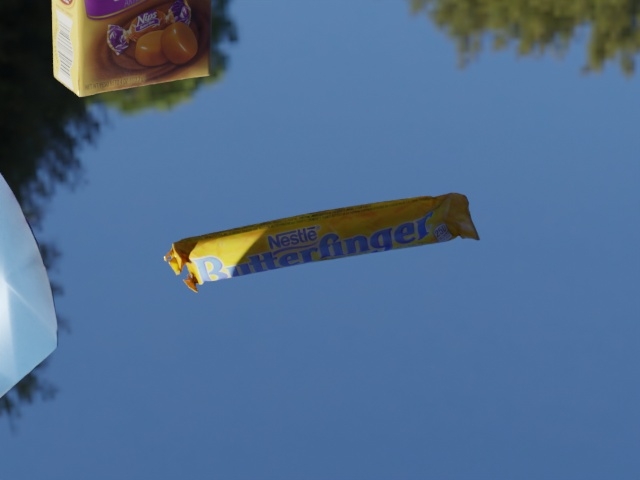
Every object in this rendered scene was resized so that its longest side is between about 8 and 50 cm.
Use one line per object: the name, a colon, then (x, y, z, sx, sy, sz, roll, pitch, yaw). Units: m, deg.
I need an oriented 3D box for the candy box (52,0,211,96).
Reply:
candy box: (-0.135, -0.204, 1.281, 0.109, 0.187, 0.053, -13, -152, -29)

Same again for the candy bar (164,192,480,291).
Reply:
candy bar: (0.000, 0.000, 0.910, 0.161, 0.040, 0.018, -10, -125, 14)

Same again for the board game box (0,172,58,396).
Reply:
board game box: (-0.151, 0.005, 0.561, 0.168, 0.133, 0.033, -40, -176, 32)
